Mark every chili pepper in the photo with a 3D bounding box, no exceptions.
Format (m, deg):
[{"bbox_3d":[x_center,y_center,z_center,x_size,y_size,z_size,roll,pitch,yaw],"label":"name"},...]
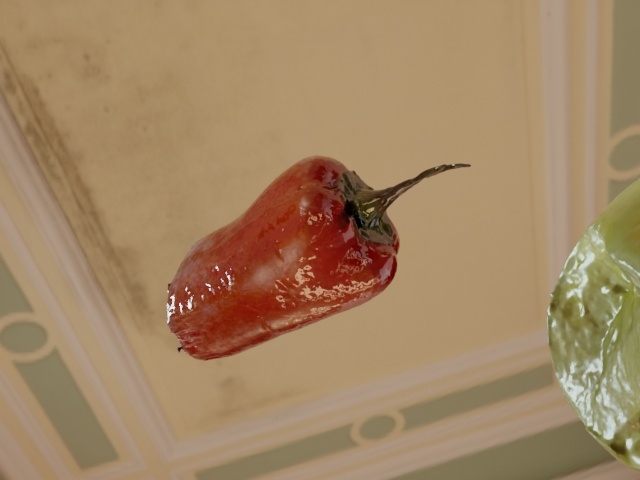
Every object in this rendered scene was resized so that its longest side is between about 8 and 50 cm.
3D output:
[{"bbox_3d":[0.000,0.000,0.522,0.192,0.086,0.084,-28,-40,28],"label":"chili pepper"}]

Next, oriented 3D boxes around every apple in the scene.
[{"bbox_3d":[0.324,0.071,0.779,0.279,0.279,0.279,-9,-48,-10],"label":"apple"}]
